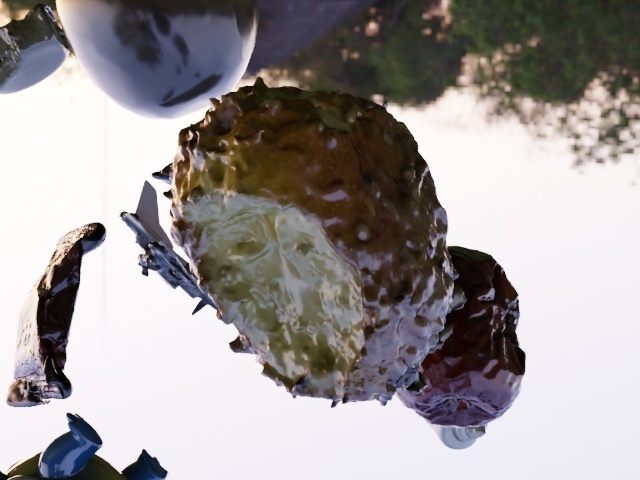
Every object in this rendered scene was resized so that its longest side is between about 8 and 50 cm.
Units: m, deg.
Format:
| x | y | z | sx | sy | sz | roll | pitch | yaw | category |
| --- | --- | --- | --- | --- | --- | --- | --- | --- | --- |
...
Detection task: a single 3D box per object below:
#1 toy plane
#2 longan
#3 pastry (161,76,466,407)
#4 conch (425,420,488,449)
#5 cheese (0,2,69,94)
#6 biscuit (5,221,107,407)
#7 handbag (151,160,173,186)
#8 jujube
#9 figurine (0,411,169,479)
| x | y | z | sx | sy | sz | roll | pitch | yaw | category |
| --- | --- | --- | --- | --- | --- | --- | --- | --- | --- |
| -0.202 | 0.036 | 1.624 | 0.082 | 0.234 | 0.160 | -35 | -166 | -15 | toy plane |
| -0.275 | -0.400 | 2.057 | 0.336 | 0.405 | 0.404 | -22 | -163 | -5 | longan |
| 0.000 | -0.015 | 1.416 | 0.292 | 0.405 | 0.337 | -25 | -164 | 34 | pastry |
| 0.227 | 0.301 | 2.117 | 0.104 | 0.094 | 0.176 | 15 | -160 | -37 | conch |
| -0.582 | -0.357 | 2.331 | 0.202 | 0.091 | 0.175 | -36 | 169 | -9 | cheese |
| -0.321 | 0.087 | 1.454 | 0.063 | 0.235 | 0.151 | 17 | 164 | -24 | biscuit |
| -0.136 | -0.126 | 2.116 | 0.254 | 0.211 | 0.089 | 30 | -150 | -42 | handbag |
| 0.176 | 0.131 | 1.642 | 0.212 | 0.213 | 0.232 | 3 | -122 | 3 | jujube |
| -0.358 | 0.371 | 1.680 | 0.416 | 0.243 | 0.298 | 2 | 163 | 29 | figurine |
